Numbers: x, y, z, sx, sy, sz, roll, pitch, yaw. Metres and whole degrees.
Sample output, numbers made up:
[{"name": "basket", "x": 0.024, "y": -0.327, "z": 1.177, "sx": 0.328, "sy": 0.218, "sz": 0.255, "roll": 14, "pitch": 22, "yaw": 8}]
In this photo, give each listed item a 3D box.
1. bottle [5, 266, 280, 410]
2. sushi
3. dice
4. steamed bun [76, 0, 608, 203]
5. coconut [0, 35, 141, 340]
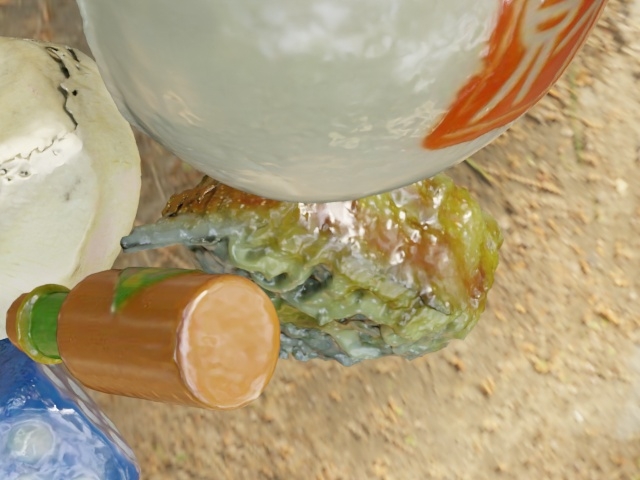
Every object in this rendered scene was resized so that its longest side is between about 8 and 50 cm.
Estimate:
[{"name": "bottle", "x": -0.103, "y": 0.048, "z": 0.828, "sx": 0.069, "sy": 0.187, "sz": 0.069, "roll": 0, "pitch": 90, "yaw": -43}, {"name": "sushi", "x": 0.000, "y": 0.000, "z": 1.176, "sx": 0.274, "sy": 0.184, "sz": 0.139, "roll": 31, "pitch": 59, "yaw": -27}, {"name": "dice", "x": -0.233, "y": 0.168, "z": 1.210, "sx": 0.146, "sy": 0.146, "sz": 0.143, "roll": -40, "pitch": 113, "yaw": -4}, {"name": "steamed bun", "x": 0.039, "y": -0.197, "z": 0.773, "sx": 0.241, "sy": 0.374, "sz": 0.375, "roll": 10, "pitch": 107, "yaw": 12}, {"name": "coconut", "x": -0.350, "y": -0.051, "z": 1.656, "sx": 0.352, "sy": 0.352, "sz": 0.353, "roll": -3, "pitch": 109, "yaw": -10}]
